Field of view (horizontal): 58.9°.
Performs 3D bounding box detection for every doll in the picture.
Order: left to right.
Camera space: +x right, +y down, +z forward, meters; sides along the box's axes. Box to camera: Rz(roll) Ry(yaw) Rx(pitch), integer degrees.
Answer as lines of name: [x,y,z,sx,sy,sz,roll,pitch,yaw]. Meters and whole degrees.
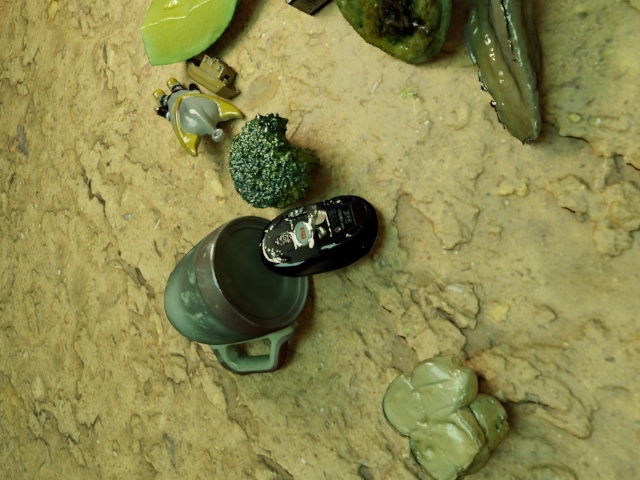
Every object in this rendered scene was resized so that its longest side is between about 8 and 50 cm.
doll: [-0.316,-0.321,1.402,0.316,0.145,0.103,41,146,42]

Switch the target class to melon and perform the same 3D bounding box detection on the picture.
melon: [-0.292,-0.551,1.376,0.323,0.124,0.196,-7,66,32]

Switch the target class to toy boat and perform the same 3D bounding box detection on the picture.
toy boat: [-0.266,-0.411,1.391,0.200,0.057,0.077,38,106,38]

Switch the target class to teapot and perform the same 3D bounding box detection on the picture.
teapot: [-0.183,0.143,1.188,0.312,0.233,0.315,-28,96,43]

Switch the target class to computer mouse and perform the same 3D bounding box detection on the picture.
computer mouse: [0.000,0.000,1.073,0.233,0.096,0.137,-15,59,10]

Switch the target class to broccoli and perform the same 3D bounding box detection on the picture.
broccoli: [-0.096,-0.158,1.142,0.226,0.176,0.198,-4,101,32]

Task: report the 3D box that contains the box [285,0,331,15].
box: [0.046,-0.616,1.116,0.310,0.084,0.198,-24,71,38]

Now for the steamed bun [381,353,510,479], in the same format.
steamed bun: [0.204,0.267,0.890,0.177,0.106,0.192,47,124,29]

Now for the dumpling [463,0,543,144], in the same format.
dumpling: [0.290,-0.318,0.868,0.166,0.086,0.332,-114,11,-75]

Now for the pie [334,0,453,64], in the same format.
pie: [0.106,-0.435,0.947,0.070,0.323,0.323,-34,56,-13]
